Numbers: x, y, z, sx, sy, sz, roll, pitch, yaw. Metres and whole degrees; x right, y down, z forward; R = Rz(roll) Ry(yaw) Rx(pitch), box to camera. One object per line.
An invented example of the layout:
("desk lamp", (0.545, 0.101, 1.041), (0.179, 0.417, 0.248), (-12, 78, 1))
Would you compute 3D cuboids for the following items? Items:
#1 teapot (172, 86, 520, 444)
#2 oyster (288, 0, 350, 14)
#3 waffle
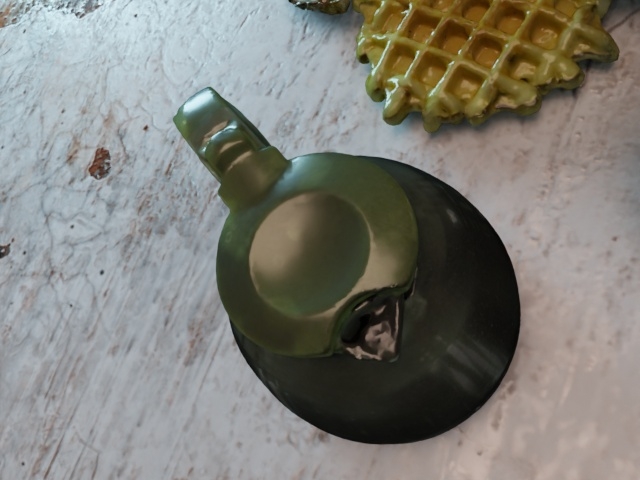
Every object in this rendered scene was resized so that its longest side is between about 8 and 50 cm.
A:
("teapot", (0.022, -0.003, 0.503), (0.240, 0.239, 0.321), (-17, 66, 15))
("oyster", (-0.002, -0.303, 0.719), (0.103, 0.051, 0.148), (-31, 43, 16))
("waffle", (0.160, -0.231, 0.629), (0.262, 0.056, 0.249), (-16, 67, 14))
